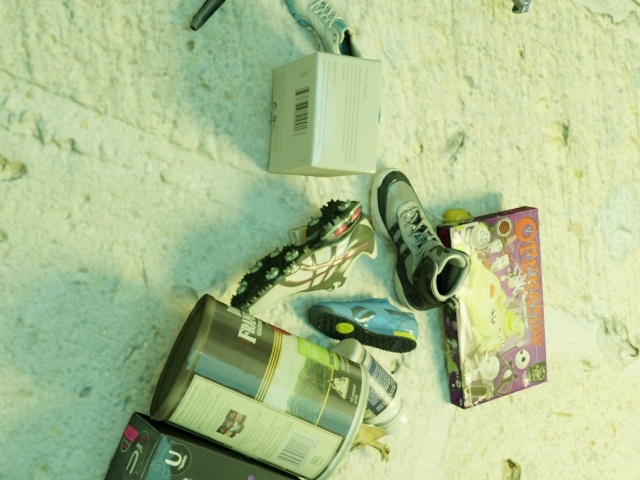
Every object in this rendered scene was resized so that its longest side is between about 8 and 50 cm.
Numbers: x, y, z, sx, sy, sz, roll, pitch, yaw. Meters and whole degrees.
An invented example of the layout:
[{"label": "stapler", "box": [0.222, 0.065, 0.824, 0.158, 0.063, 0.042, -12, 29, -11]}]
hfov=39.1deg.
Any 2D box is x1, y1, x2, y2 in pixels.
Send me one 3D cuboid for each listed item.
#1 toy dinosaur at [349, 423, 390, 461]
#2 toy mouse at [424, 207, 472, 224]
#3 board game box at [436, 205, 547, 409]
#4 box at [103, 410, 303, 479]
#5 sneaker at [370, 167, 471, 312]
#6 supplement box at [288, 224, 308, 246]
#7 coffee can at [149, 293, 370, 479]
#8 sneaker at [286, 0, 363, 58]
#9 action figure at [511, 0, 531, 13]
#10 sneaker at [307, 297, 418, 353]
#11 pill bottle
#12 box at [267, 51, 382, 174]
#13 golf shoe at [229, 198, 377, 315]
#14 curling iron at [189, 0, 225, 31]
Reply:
[{"label": "toy dinosaur", "box": [0.063, 0.328, 1.536, 0.183, 0.093, 0.053, 53, 31, -50]}, {"label": "toy mouse", "box": [0.269, 0.011, 1.677, 0.161, 0.031, 0.143, -1, 91, -27]}, {"label": "board game box", "box": [0.324, 0.123, 1.678, 0.208, 0.056, 0.346, -14, 104, -30]}, {"label": "box", "box": [-0.175, 0.384, 1.381, 0.270, 0.165, 0.143, 26, 80, -25]}, {"label": "sneaker", "box": [0.180, -0.001, 1.563, 0.101, 0.153, 0.268, -20, 100, -26]}, {"label": "supplement box", "box": [0.000, 0.000, 1.536, 0.098, 0.036, 0.062, -17, 98, -25]}, {"label": "coffee can", "box": [-0.093, 0.228, 1.371, 0.275, 0.201, 0.201, 26, 79, -13]}, {"label": "sneaker", "box": [0.017, -0.366, 1.514, 0.071, 0.083, 0.190, -41, 107, -19]}, {"label": "action figure", "box": [0.335, -0.609, 1.627, 0.330, 0.178, 0.341, 11, 111, -32]}, {"label": "sneaker", "box": [0.075, 0.133, 1.570, 0.209, 0.069, 0.082, 16, 51, -18]}, {"label": "pill bottle", "box": [0.079, 0.256, 1.548, 0.169, 0.094, 0.094, 48, 71, -19]}, {"label": "box", "box": [0.004, -0.196, 1.455, 0.119, 0.182, 0.181, 4, 89, -25]}, {"label": "golf shoe", "box": [-0.019, 0.049, 1.455, 0.273, 0.105, 0.120, -39, 112, -15]}, {"label": "curling iron", "box": [-0.133, -0.448, 1.457, 0.274, 0.035, 0.068, -56, 150, -11]}]
